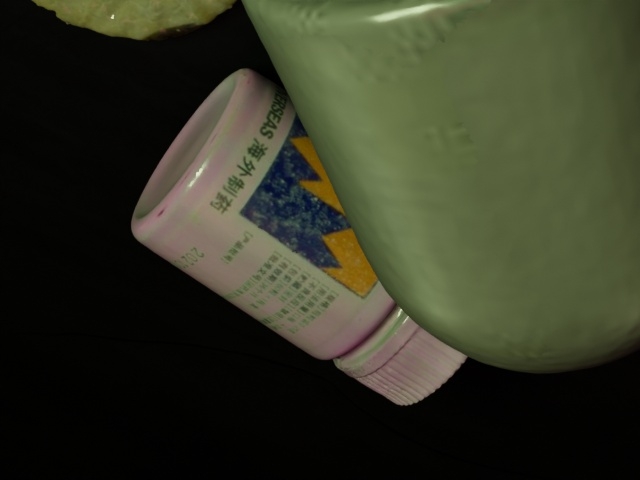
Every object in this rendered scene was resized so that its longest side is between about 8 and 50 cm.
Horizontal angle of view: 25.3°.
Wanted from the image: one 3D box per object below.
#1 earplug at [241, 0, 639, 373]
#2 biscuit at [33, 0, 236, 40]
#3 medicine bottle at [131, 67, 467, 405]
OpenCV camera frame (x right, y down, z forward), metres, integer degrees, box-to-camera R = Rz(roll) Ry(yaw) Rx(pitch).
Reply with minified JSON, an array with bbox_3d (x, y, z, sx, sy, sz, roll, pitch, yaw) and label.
[{"bbox_3d":[0.152,-0.095,1.036,0.312,0.313,0.394,-10,128,22],"label":"earplug"},{"bbox_3d":[-0.143,-0.228,1.179,0.250,0.032,0.133,-15,124,24],"label":"biscuit"},{"bbox_3d":[0.000,0.000,1.240,0.290,0.178,0.178,34,129,-14],"label":"medicine bottle"}]
